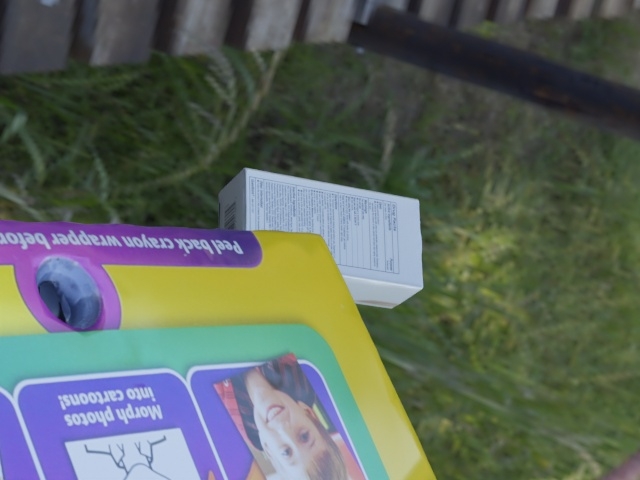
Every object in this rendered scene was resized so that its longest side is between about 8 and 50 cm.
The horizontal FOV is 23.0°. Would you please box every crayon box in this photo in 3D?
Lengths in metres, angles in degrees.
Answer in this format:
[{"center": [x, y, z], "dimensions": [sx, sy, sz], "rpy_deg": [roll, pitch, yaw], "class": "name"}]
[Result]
[{"center": [-0.078, 0.151, 0.551], "dimensions": [0.106, 0.313, 0.363], "rpy_deg": [-36, 158, 31], "class": "crayon box"}]

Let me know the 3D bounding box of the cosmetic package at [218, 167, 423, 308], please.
[{"center": [0.000, 0.000, 0.913], "dimensions": [0.115, 0.041, 0.060], "rpy_deg": [11, 64, -24], "class": "cosmetic package"}]
